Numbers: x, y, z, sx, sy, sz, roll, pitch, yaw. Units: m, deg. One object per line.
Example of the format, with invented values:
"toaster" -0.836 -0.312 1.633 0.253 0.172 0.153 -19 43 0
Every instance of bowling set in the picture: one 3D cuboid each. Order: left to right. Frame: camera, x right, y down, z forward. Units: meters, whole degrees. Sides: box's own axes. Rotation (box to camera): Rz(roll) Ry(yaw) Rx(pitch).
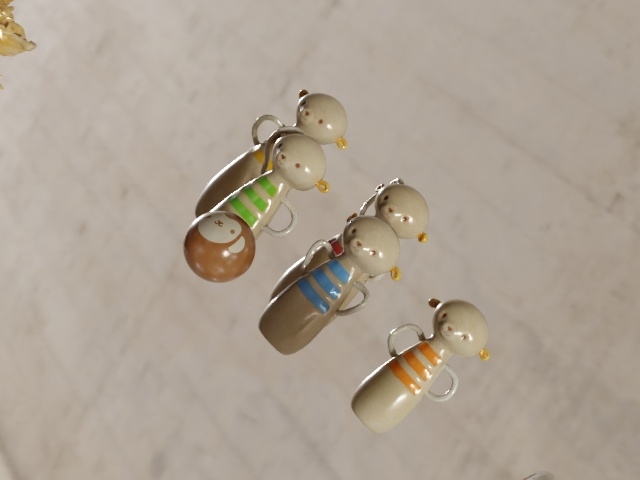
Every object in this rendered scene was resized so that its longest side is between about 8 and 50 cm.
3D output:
"bowling set" 0.000 0.000 1.364 0.154 0.200 0.287 -44 -110 7

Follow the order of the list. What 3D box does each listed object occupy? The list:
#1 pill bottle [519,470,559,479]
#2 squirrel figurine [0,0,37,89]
"pill bottle" 0.070 0.239 1.061 0.221 0.121 0.121 -30 -144 5
"squirrel figurine" -0.408 -0.223 1.283 0.281 0.397 0.370 0 -125 54
